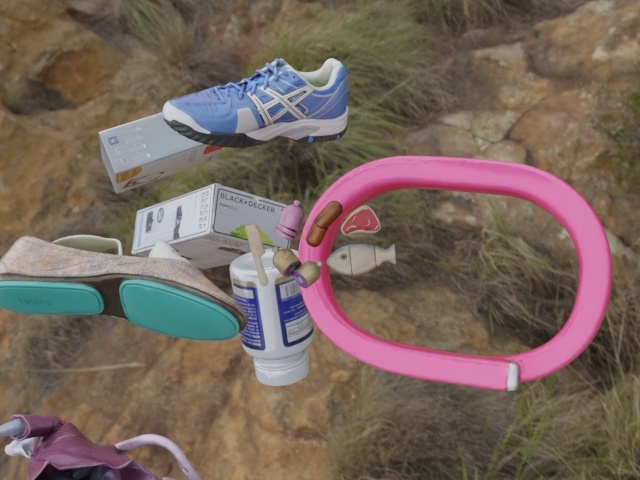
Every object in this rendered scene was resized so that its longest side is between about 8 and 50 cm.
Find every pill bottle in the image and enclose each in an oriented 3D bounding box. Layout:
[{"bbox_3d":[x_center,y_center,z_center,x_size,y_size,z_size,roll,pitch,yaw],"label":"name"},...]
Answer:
[{"bbox_3d":[-0.068,0.115,1.059,0.112,0.187,0.112,-6,17,2],"label":"pill bottle"}]

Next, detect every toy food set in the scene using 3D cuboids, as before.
[{"bbox_3d":[0.000,0.000,0.608,0.122,0.078,0.019,-14,9,2],"label":"toy food set"}]

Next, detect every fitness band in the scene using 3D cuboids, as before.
[{"bbox_3d":[0.117,0.026,0.665,0.290,0.054,0.209,6,88,21],"label":"fitness band"}]

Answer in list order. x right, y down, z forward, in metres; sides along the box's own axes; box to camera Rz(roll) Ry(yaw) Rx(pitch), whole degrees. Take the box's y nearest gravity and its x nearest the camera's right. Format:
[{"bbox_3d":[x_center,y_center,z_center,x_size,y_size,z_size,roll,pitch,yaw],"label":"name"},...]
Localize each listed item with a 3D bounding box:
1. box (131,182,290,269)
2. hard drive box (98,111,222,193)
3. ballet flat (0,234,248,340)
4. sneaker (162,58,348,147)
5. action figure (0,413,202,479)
[{"bbox_3d":[-0.202,-0.017,1.287,0.290,0.169,0.087,-11,69,48],"label":"box"},{"bbox_3d":[-0.322,-0.191,1.444,0.232,0.089,0.181,-23,-2,-17],"label":"hard drive box"},{"bbox_3d":[-0.238,0.044,0.868,0.315,0.108,0.106,10,46,-2],"label":"ballet flat"},{"bbox_3d":[-0.063,-0.148,0.739,0.211,0.081,0.080,-12,39,-31],"label":"sneaker"},{"bbox_3d":[-0.422,0.360,1.194,0.275,0.248,0.370,-34,25,-28],"label":"action figure"}]
